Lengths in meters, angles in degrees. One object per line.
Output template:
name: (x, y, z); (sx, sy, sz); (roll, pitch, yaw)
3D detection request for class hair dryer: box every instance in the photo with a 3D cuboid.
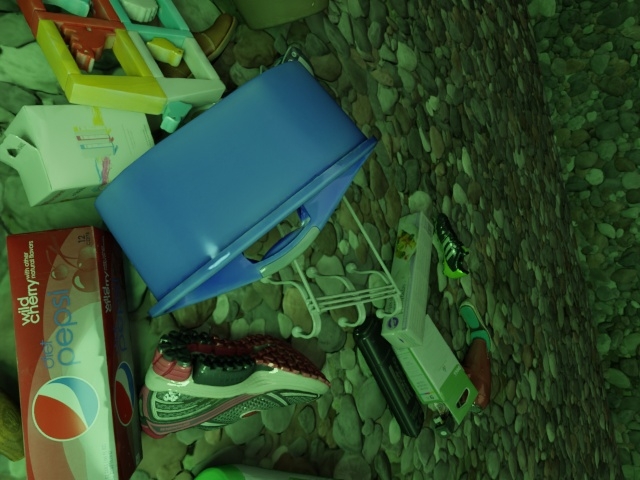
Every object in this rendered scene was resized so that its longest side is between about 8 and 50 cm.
hair dryer: (0.355, 0.325, 1.069); (0.293, 0.080, 0.224); (-17, 93, -47)

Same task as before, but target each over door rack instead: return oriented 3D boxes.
over door rack: (0.000, 0.000, 0.766); (0.239, 0.108, 0.324); (-2, 68, -47)

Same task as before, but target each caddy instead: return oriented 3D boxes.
caddy: (-0.086, -0.047, 0.526); (0.341, 0.241, 0.179); (-39, 95, -11)

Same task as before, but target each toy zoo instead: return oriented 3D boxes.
toy zoo: (-0.245, -0.255, 0.527); (0.192, 0.030, 0.293); (-19, 73, -46)

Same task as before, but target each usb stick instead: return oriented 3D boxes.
usb stick: (0.144, 0.281, 0.884); (0.278, 0.045, 0.077); (63, 37, -16)

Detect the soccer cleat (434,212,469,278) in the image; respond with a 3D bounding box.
soccer cleat: (0.352, 0.012, 1.141); (0.060, 0.072, 0.179); (-9, 88, -47)

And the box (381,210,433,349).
box: (0.195, 0.075, 0.939); (0.067, 0.063, 0.324); (43, 45, -30)

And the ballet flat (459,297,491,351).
ballet flat: (0.436, 0.237, 1.195); (0.052, 0.057, 0.168); (-40, 111, -54)

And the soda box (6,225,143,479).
soda box: (-0.252, 0.122, 0.450); (0.083, 0.092, 0.264); (-8, 85, -9)

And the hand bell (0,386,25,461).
hand bell: (-0.334, 0.111, 0.394); (0.126, 0.126, 0.242); (-39, 120, -44)

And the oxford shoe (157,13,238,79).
oxford shoe: (-0.190, -0.288, 0.644); (0.076, 0.076, 0.212); (38, 55, -21)

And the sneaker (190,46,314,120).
sneaker: (-0.098, -0.244, 0.706); (0.282, 0.099, 0.153); (-8, 90, -52)

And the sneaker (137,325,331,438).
sneaker: (-0.108, 0.199, 0.603); (0.299, 0.120, 0.112); (19, 97, -43)

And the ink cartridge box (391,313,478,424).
ink cartridge box: (0.243, 0.279, 0.935); (0.109, 0.062, 0.209); (-31, 87, -44)

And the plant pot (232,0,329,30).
plant pot: (-0.084, -0.483, 0.699); (0.263, 0.263, 0.229); (-50, 135, -40)

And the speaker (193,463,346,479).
speaker: (-0.043, 0.396, 0.603); (0.296, 0.131, 0.131); (33, 59, -37)

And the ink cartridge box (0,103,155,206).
ink cartridge box: (-0.277, -0.097, 0.492); (0.143, 0.092, 0.090); (-21, 97, -46)
